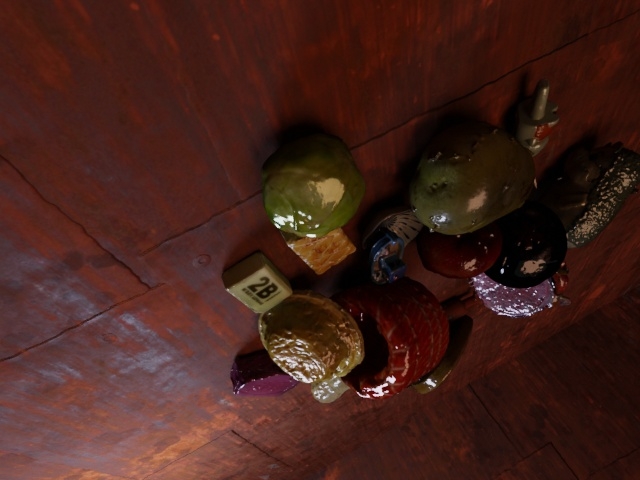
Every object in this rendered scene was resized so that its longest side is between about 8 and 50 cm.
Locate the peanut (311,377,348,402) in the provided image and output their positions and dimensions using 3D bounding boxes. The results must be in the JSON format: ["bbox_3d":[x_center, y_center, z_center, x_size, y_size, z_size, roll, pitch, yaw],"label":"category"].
[{"bbox_3d":[0.070,0.504,1.543,0.291,0.143,0.159,-48,163,20],"label":"peanut"}]

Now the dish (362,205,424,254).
[{"bbox_3d":[0.182,-0.036,1.088,0.191,0.066,0.190,-20,146,-14],"label":"dish"}]

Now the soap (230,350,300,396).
[{"bbox_3d":[-0.184,0.438,1.342,0.162,0.099,0.250,-40,142,22],"label":"soap"}]

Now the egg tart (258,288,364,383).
[{"bbox_3d":[-0.040,0.279,1.106,0.318,0.319,0.128,-59,176,31],"label":"egg tart"}]

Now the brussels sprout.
[{"bbox_3d":[-0.018,-0.104,0.802,0.223,0.161,0.223,-18,133,-21],"label":"brussels sprout"}]

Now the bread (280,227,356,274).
[{"bbox_3d":[0.001,0.000,1.003,0.126,0.068,0.188,-35,142,4],"label":"bread"}]

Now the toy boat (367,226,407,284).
[{"bbox_3d":[0.175,0.054,1.056,0.100,0.097,0.223,-24,148,-12],"label":"toy boat"}]

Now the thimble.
[{"bbox_3d":[0.180,0.276,1.213,0.231,0.350,0.350,-13,140,-42],"label":"thimble"}]

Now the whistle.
[{"bbox_3d":[0.530,-0.292,1.017,0.106,0.101,0.253,-23,146,2],"label":"whistle"}]

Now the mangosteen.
[{"bbox_3d":[0.585,0.016,1.242,0.233,0.287,0.287,-8,137,-17],"label":"mangosteen"}]

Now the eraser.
[{"bbox_3d":[-0.155,0.112,1.029,0.117,0.058,0.172,-32,143,1],"label":"eraser"}]

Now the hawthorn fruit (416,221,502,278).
[{"bbox_3d":[0.385,0.007,1.180,0.230,0.210,0.266,-10,174,0],"label":"hawthorn fruit"}]

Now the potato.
[{"bbox_3d":[0.375,-0.155,0.975,0.359,0.219,0.269,-16,135,-35],"label":"potato"}]

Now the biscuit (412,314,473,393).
[{"bbox_3d":[0.504,0.476,1.704,0.394,0.070,0.350,-47,173,-36],"label":"biscuit"}]

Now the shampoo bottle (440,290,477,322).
[{"bbox_3d":[0.540,0.290,1.682,0.244,0.085,0.085,-26,142,-10],"label":"shampoo bottle"}]

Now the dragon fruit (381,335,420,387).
[{"bbox_3d":[0.319,0.462,1.634,0.293,0.234,0.233,-48,144,-12],"label":"dragon fruit"}]

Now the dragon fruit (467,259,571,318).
[{"bbox_3d":[0.740,0.128,1.492,0.263,0.314,0.296,-17,151,-44],"label":"dragon fruit"}]

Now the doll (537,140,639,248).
[{"bbox_3d":[0.833,-0.147,1.293,0.247,0.247,0.349,6,132,-39],"label":"doll"}]

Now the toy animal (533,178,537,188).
[{"bbox_3d":[0.517,-0.161,1.171,0.179,0.089,0.188,-25,155,12],"label":"toy animal"}]
